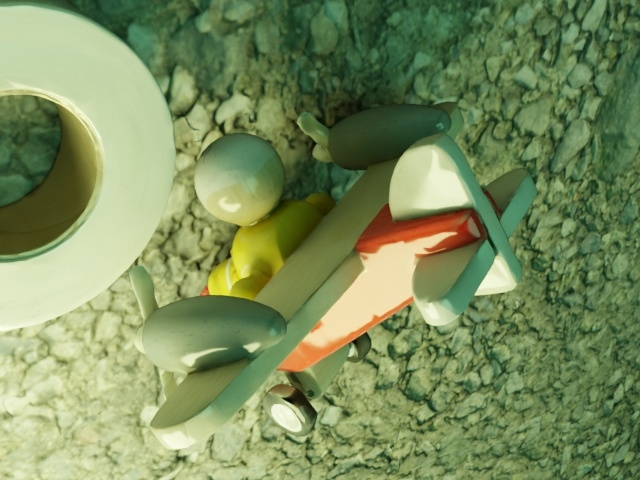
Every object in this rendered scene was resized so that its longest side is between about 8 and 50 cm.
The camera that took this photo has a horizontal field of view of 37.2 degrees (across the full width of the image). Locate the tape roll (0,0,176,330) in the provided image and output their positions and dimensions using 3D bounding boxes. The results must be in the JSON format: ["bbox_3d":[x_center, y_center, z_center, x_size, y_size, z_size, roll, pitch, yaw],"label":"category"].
[{"bbox_3d":[-0.270,-0.070,0.797,0.286,0.100,0.286,-18,124,-28],"label":"tape roll"}]

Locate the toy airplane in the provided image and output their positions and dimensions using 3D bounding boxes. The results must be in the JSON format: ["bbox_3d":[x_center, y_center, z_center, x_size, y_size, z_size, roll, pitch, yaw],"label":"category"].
[{"bbox_3d":[0.000,0.000,0.879,0.384,0.386,0.272,-44,94,5],"label":"toy airplane"}]
